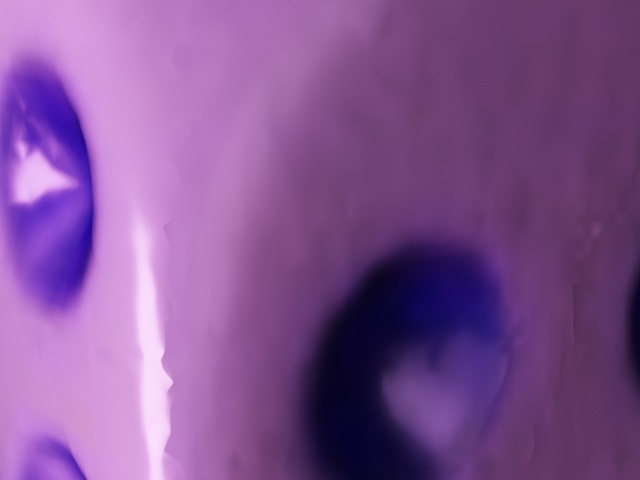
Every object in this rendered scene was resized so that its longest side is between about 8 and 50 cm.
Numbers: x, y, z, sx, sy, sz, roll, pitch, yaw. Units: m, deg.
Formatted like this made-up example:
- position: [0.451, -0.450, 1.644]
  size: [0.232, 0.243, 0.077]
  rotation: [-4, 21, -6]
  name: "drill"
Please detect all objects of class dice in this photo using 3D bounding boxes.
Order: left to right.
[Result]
- position: [0.000, 0.000, 0.525]
  size: [0.304, 0.277, 0.304]
  rotation: [-10, 109, -35]
  name: "dice"
